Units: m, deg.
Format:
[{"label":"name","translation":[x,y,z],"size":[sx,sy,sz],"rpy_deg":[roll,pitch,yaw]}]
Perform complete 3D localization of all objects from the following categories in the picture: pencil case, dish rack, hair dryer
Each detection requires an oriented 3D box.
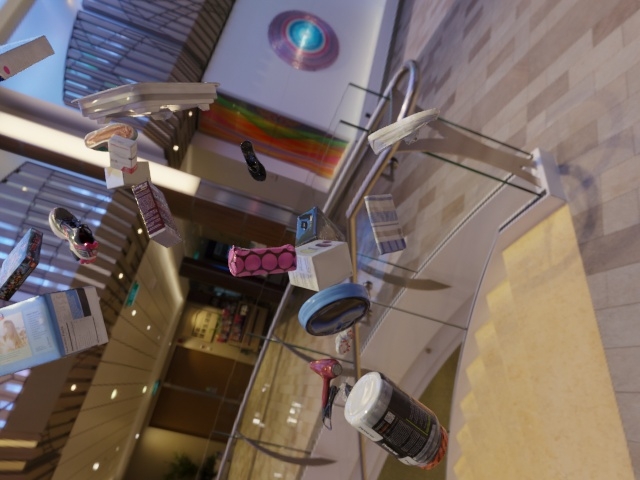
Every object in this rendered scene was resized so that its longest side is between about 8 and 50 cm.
[{"label":"pencil case","translation":[-0.175,0.057,1.248],"size":[0.095,0.209,0.098],"rpy_deg":[-145,55,-58]},{"label":"dish rack","translation":[-0.468,-0.383,1.128],"size":[0.332,0.285,0.073],"rpy_deg":[-36,-59,-58]},{"label":"hair dryer","translation":[0.018,0.594,1.656],"size":[0.224,0.080,0.294],"rpy_deg":[-56,31,15]}]

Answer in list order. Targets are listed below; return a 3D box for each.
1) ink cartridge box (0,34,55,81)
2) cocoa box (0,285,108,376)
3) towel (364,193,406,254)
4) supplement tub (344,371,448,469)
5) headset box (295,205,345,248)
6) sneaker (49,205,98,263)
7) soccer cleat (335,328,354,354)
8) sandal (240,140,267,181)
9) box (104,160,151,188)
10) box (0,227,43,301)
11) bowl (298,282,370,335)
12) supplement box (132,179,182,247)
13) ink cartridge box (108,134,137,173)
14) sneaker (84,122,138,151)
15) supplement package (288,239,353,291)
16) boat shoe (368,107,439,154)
[{"label":"ink cartridge box","translation":[-0.902,-0.476,1.099],"size":[0.371,0.175,0.069],"rpy_deg":[-96,-8,-54]},{"label":"cocoa box","translation":[-1.009,0.328,1.454],"size":[0.228,0.346,0.232],"rpy_deg":[1,-108,-79]},{"label":"towel","translation":[0.308,-0.081,1.890],"size":[0.034,0.209,0.286],"rpy_deg":[-21,81,44]},{"label":"supplement tub","translation":[0.251,0.595,1.324],"size":[0.194,0.316,0.193],"rpy_deg":[-50,8,10]},{"label":"headset box","translation":[0.000,0.000,2.051],"size":[0.131,0.283,0.247],"rpy_deg":[-27,37,23]},{"label":"sneaker","translation":[-1.055,-0.042,1.747],"size":[0.112,0.299,0.120],"rpy_deg":[-51,-13,32]},{"label":"soccer cleat","translation":[0.097,0.467,1.831],"size":[0.076,0.068,0.196],"rpy_deg":[-24,5,21]},{"label":"sandal","translation":[-0.400,-0.457,2.354],"size":[0.097,0.255,0.054],"rpy_deg":[-24,11,16]},{"label":"box","translation":[-1.040,-0.349,2.172],"size":[0.310,0.147,0.121],"rpy_deg":[2,99,47]},{"label":"box","translation":[-0.999,0.073,1.340],"size":[0.159,0.044,0.233],"rpy_deg":[-49,40,2]},{"label":"bowl","translation":[0.080,0.369,2.084],"size":[0.391,0.390,0.077],"rpy_deg":[-64,38,40]},{"label":"supplement box","translation":[-0.639,-0.101,1.577],"size":[0.240,0.073,0.130],"rpy_deg":[61,179,19]},{"label":"ink cartridge box","translation":[-0.829,-0.362,1.695],"size":[0.056,0.099,0.135],"rpy_deg":[-77,7,-49]},{"label":"sneaker","translation":[-1.020,-0.506,2.013],"size":[0.121,0.301,0.108],"rpy_deg":[14,-108,-71]},{"label":"supplement package","translation":[-0.008,0.097,1.681],"size":[0.203,0.194,0.150],"rpy_deg":[5,112,53]},{"label":"boat shoe","translation":[0.210,-0.268,1.000],"size":[0.063,0.184,0.066],"rpy_deg":[67,-164,-7]}]
